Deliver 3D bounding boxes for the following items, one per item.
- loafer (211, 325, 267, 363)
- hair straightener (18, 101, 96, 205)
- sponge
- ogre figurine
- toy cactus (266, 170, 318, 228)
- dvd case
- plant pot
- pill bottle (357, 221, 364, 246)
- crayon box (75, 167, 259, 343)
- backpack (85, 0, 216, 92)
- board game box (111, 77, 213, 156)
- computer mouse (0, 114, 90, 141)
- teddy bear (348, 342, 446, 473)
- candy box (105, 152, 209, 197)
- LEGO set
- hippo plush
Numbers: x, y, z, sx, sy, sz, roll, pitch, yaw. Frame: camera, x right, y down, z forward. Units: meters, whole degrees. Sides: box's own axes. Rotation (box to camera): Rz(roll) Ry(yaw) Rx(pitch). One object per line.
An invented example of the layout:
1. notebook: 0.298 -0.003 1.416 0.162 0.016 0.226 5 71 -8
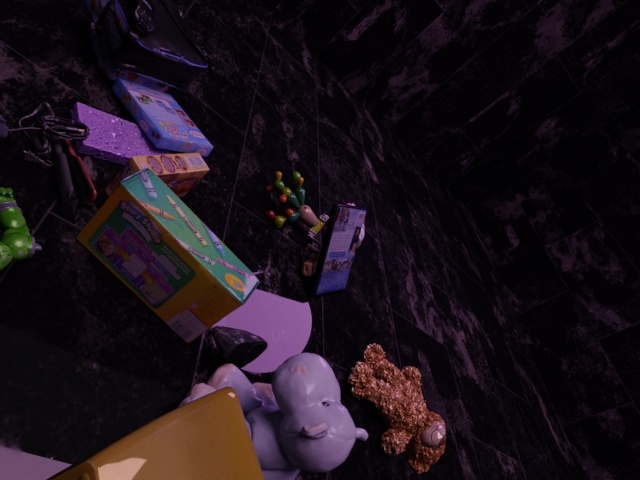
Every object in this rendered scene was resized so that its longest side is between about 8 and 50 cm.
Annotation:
1. loafer: -0.151 0.194 0.835 0.061 0.062 0.170 42 -7 23
2. hair straightener: -0.484 -0.164 0.784 0.089 0.047 0.230 0 58 -56
3. sponge: -0.423 -0.213 0.947 0.210 0.031 0.117 13 47 -50
4. ogre figurine: -0.472 0.005 0.568 0.118 0.097 0.197 41 17 2
5. toy cactus: -0.082 -0.099 1.265 0.180 0.112 0.219 45 32 -29
6. dvd case: 0.052 0.024 1.204 0.022 0.253 0.180 20 10 29
7. plant pot: -0.197 0.310 0.474 0.187 0.212 0.212 22 39 -62
8. pill bottle: 0.108 -0.041 1.492 0.086 0.086 0.152 41 31 -22
9. crayon box: -0.266 0.034 0.765 0.278 0.165 0.081 48 29 -11
10. backpack: -0.439 -0.514 1.075 0.276 0.213 0.263 -3 68 -64
11. board game box: -0.378 -0.295 1.050 0.211 0.039 0.160 49 23 18
12. computer mouse: -0.516 -0.195 0.730 0.242 0.041 0.071 -16 64 -48
13. teddy bear: 0.206 0.418 1.102 0.245 0.113 0.338 -9 66 -56
14. candy box: -0.334 -0.129 0.905 0.053 0.109 0.187 55 28 3
15. LEGO set: 0.000 0.000 1.273 0.107 0.132 0.287 36 56 8
16. hippo plush: -0.076 0.301 0.674 0.234 0.236 0.294 23 40 -43
